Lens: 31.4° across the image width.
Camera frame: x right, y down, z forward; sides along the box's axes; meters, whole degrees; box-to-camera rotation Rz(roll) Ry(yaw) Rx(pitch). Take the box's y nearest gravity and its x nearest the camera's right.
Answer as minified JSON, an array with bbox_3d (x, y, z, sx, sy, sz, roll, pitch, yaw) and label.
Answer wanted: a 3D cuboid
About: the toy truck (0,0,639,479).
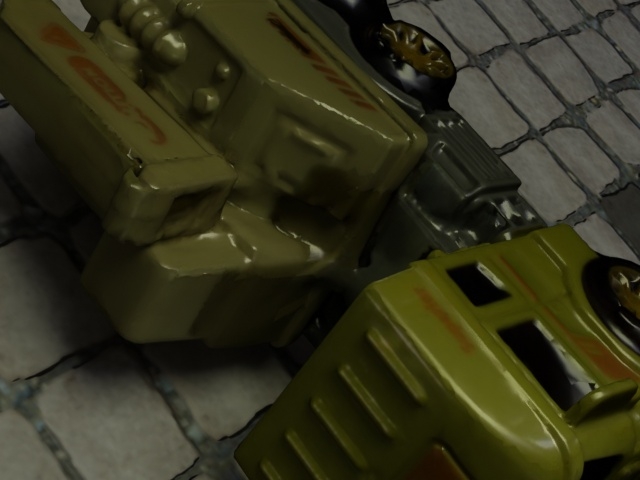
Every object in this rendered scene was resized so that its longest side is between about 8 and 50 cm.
[{"bbox_3d":[0.000,0.000,0.611,0.254,0.180,0.405,-12,56,-48],"label":"toy truck"}]
